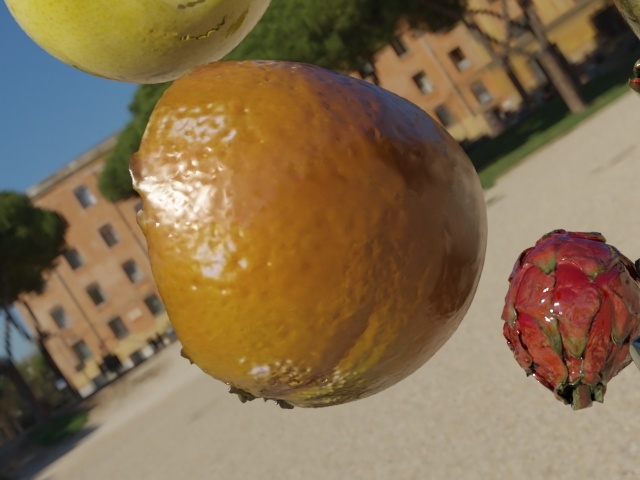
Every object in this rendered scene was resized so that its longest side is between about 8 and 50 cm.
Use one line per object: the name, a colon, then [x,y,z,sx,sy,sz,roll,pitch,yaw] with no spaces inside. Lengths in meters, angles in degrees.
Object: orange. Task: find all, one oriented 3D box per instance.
orange: [0.003,-0.003,0.948,0.274,0.274,0.310,-33,-16,-10]

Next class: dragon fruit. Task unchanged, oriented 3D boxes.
dragon fruit: [0.414,0.125,1.994,0.245,0.298,0.244,-5,-21,-2]

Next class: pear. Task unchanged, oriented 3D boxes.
pear: [-0.216,-0.351,1.457,0.348,0.348,0.348,-33,0,0]

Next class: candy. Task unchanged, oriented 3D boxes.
candy: [0.428,-0.190,1.456,0.049,0.055,0.185,-10,11,-19]

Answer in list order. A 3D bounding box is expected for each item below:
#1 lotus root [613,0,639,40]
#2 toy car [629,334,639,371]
lotus root: [0.250,-0.164,0.826,0.081,0.179,0.089,-4,48,50]
toy car: [0.361,0.174,1.121,0.076,0.224,0.090,-33,-26,-1]
